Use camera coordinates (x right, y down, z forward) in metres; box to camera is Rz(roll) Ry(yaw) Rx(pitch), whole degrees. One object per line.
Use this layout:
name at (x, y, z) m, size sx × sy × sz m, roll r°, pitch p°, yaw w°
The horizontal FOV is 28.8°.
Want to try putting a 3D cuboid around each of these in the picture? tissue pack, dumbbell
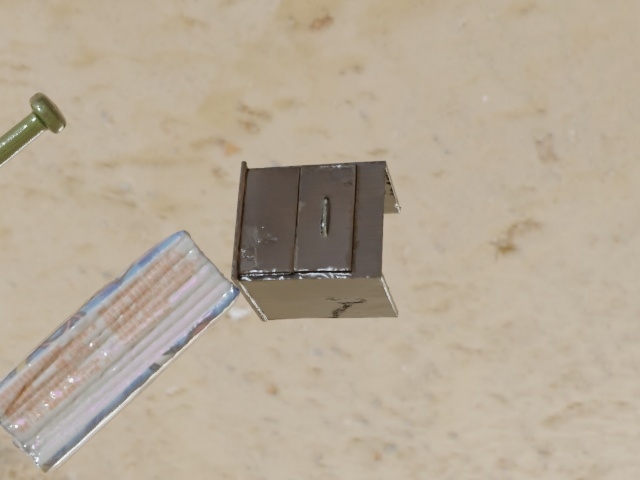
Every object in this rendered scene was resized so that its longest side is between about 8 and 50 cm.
tissue pack at (-0.129, 0.068, 0.755) m, size 0.065 × 0.155 × 0.115 m, roll 47°, pitch 164°, yaw -4°
dumbbell at (-0.313, -0.099, 1.267) m, size 0.046 × 0.118 × 0.052 m, roll 51°, pitch 178°, yaw -21°

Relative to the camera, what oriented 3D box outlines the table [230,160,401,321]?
table at (0.000, 0.000, 1.652) m, size 0.193 × 0.169 × 0.172 m, roll -1°, pitch 157°, yaw 11°
